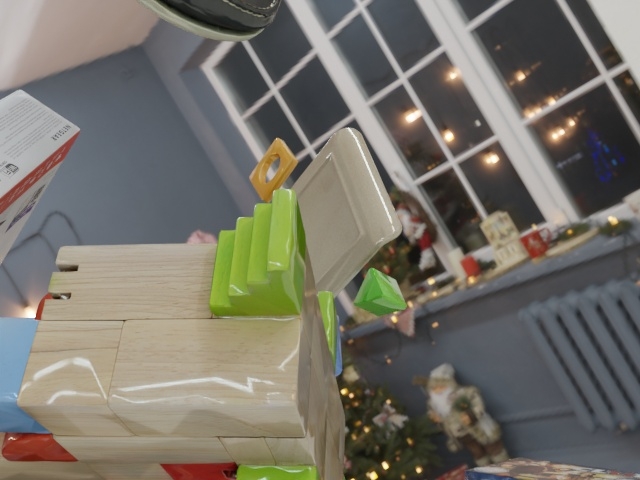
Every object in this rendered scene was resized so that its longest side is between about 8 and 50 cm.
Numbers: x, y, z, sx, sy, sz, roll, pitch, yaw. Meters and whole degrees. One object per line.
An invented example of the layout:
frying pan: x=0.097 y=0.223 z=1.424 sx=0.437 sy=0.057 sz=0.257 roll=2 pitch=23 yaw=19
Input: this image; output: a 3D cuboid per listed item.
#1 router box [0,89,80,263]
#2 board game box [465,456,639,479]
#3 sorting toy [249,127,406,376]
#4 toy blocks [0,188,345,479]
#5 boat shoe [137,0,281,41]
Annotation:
router box: x=-0.397 y=0.028 z=0.776 sx=0.301 sy=0.082 sz=0.335 roll=-51 pitch=13 yaw=22
board game box: x=0.326 y=0.311 z=0.962 sx=0.243 sy=0.042 sz=0.165 roll=-4 pitch=-10 yaw=38
sorting toy: x=0.000 y=0.000 z=0.818 sx=0.196 sy=0.047 sz=0.348 roll=-45 pitch=38 yaw=24
toy blocks: x=-0.124 y=0.119 z=0.533 sx=0.261 sy=0.191 sz=0.381 roll=-1 pitch=-32 yaw=6
boat shoe: x=-0.117 y=-0.268 z=0.552 sx=0.113 sy=0.340 sz=0.127 roll=-11 pitch=56 yaw=34
